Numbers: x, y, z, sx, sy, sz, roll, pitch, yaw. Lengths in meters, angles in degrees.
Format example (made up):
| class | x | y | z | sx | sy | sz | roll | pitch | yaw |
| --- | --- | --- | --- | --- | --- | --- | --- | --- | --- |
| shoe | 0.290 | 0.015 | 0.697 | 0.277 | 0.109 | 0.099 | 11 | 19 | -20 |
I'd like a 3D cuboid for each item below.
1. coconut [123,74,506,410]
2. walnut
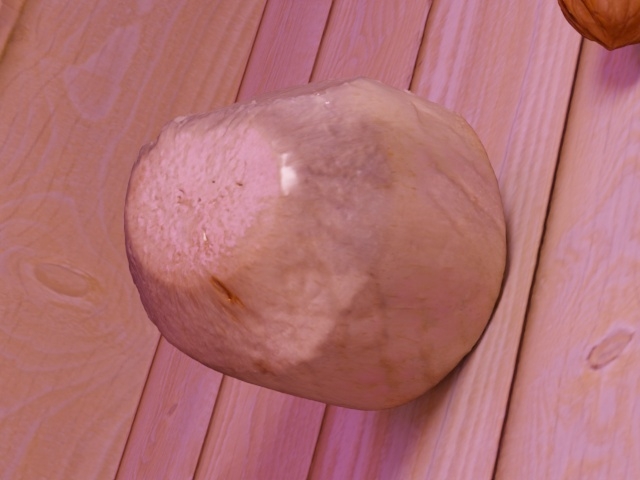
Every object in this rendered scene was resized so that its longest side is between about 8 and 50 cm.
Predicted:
| class | x | y | z | sx | sy | sz | roll | pitch | yaw |
| --- | --- | --- | --- | --- | --- | --- | --- | --- | --- |
| coconut | 0.000 | 0.000 | 1.812 | 0.415 | 0.415 | 0.345 | 177 | 105 | -72 |
| walnut | 0.296 | -0.273 | 1.640 | 0.144 | 0.144 | 0.180 | 154 | 133 | -66 |
